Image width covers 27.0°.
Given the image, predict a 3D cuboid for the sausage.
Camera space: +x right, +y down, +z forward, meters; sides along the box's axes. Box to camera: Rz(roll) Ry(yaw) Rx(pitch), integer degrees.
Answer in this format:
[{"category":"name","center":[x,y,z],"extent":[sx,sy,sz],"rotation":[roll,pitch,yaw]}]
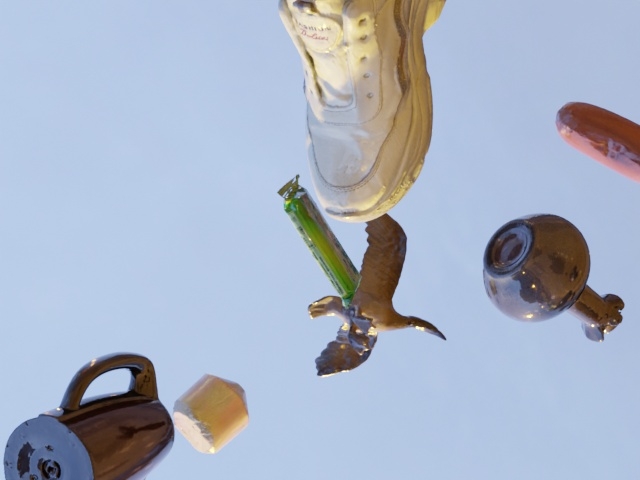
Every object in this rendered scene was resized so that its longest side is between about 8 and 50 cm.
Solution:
[{"category":"sausage","center":[0.408,-0.132,1.819],"extent":[0.194,0.077,0.077],"rotation":[29,-162,17]}]

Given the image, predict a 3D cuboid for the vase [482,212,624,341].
[{"category":"vase","center":[0.256,0.049,1.425],"extent":[0.183,0.120,0.120],"rotation":[34,-142,-33]}]

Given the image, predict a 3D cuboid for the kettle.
[{"category":"kettle","center":[-0.297,0.255,1.785],"extent":[0.232,0.144,0.202],"rotation":[-17,-75,-63]}]

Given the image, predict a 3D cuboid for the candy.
[{"category":"candy","center":[0.001,-0.001,1.758],"extent":[0.178,0.032,0.102],"rotation":[59,-168,-7]}]

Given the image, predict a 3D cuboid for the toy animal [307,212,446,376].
[{"category":"toy animal","center":[0.082,0.123,1.977],"extent":[0.197,0.272,0.160],"rotation":[28,-159,19]}]

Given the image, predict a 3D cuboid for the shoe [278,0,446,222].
[{"category":"shoe","center":[0.024,-0.193,1.317],"extent":[0.210,0.132,0.342],"rotation":[11,-91,-59]}]

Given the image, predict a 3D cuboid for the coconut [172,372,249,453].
[{"category":"coconut","center":[-0.175,0.281,2.215],"extent":[0.122,0.116,0.116],"rotation":[-39,-75,-30]}]
